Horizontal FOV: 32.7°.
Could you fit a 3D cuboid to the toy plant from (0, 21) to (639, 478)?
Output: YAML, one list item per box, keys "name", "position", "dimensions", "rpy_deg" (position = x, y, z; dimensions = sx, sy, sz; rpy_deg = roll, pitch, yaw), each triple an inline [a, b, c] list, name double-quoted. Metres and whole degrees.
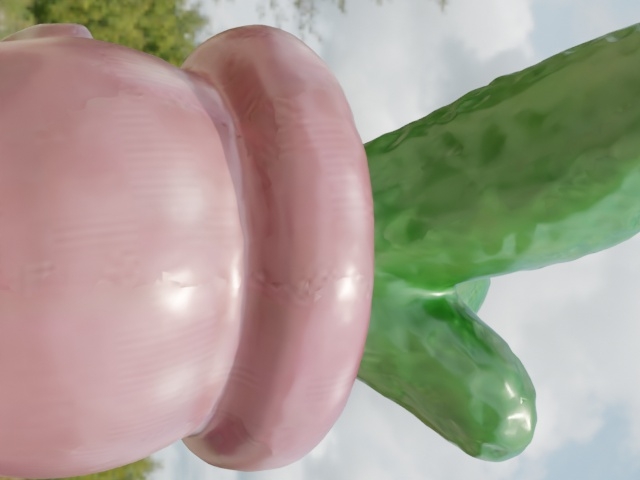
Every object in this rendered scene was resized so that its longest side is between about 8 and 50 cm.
- name: "toy plant"
  position: [-0.006, -0.004, 0.511]
  dimensions: [0.317, 0.356, 0.211]
  rpy_deg: [135, -47, -58]
